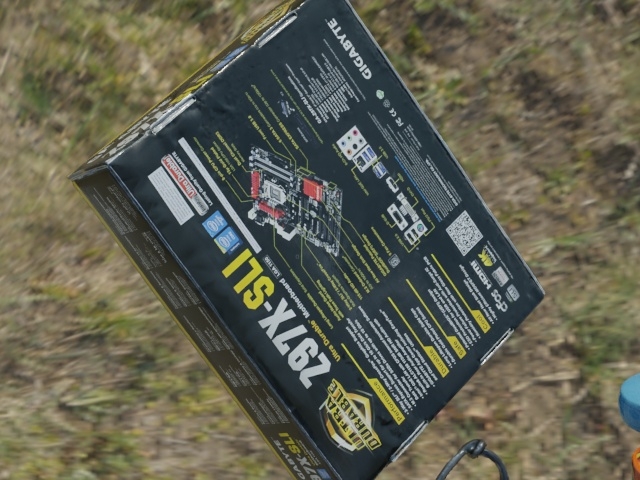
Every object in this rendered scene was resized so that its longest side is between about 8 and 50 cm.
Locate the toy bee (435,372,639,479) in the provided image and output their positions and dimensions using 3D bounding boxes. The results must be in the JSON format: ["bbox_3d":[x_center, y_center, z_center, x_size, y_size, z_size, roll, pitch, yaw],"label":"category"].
[{"bbox_3d":[0.236,0.155,0.996,0.298,0.162,0.195,-36,122,-24],"label":"toy bee"}]

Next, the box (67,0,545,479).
[{"bbox_3d":[0.000,0.000,1.313,0.257,0.079,0.322,-43,106,-28],"label":"box"}]
